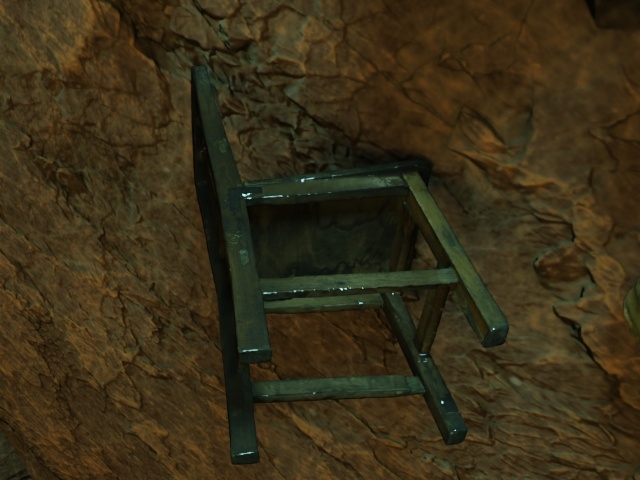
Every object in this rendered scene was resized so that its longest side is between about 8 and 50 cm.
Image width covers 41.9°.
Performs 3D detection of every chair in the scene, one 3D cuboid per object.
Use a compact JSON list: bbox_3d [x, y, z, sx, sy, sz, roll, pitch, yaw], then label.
[{"bbox_3d":[0.000,0.000,0.891,0.241,0.416,0.203,-5,136,-10],"label":"chair"}]

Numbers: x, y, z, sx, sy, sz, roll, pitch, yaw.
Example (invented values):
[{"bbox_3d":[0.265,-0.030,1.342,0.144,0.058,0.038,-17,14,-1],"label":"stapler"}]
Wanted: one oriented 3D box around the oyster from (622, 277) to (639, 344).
[{"bbox_3d":[0.404,0.089,0.656,0.351,0.115,0.238,12,140,41],"label":"oyster"}]
